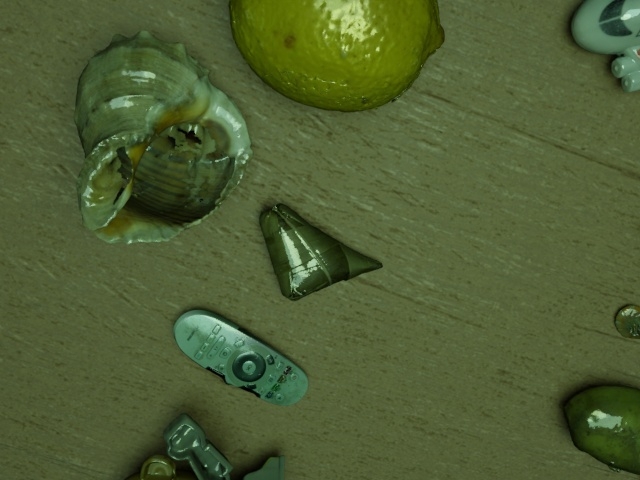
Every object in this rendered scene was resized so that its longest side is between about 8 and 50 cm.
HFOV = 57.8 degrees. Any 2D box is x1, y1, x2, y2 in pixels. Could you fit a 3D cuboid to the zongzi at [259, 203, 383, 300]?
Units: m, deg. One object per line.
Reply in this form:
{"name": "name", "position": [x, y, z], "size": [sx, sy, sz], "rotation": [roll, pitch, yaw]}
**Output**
{"name": "zongzi", "position": [0.000, 0.000, 0.942], "size": [0.176, 0.078, 0.160], "rotation": [-20, 101, -9]}

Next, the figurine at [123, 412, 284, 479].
{"name": "figurine", "position": [-0.212, 0.461, 0.976], "size": [0.285, 0.167, 0.342], "rotation": [6, 81, -12]}

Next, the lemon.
{"name": "lemon", "position": [0.014, -0.308, 0.785], "size": [0.310, 0.258, 0.258], "rotation": [18, 100, -9]}

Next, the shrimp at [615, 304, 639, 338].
{"name": "shrimp", "position": [0.565, 0.156, 1.023], "size": [0.108, 0.023, 0.059], "rotation": [39, 107, -10]}

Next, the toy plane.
{"name": "toy plane", "position": [0.506, -0.349, 0.871], "size": [0.252, 0.118, 0.252], "rotation": [0, 101, 0]}

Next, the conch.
{"name": "conch", "position": [-0.239, -0.135, 0.844], "size": [0.263, 0.186, 0.324], "rotation": [26, 73, -20]}

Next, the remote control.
{"name": "remote control", "position": [-0.134, 0.201, 0.989], "size": [0.256, 0.045, 0.097], "rotation": [36, 99, -12]}

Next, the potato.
{"name": "potato", "position": [0.539, 0.330, 1.013], "size": [0.251, 0.113, 0.149], "rotation": [19, 108, 2]}
